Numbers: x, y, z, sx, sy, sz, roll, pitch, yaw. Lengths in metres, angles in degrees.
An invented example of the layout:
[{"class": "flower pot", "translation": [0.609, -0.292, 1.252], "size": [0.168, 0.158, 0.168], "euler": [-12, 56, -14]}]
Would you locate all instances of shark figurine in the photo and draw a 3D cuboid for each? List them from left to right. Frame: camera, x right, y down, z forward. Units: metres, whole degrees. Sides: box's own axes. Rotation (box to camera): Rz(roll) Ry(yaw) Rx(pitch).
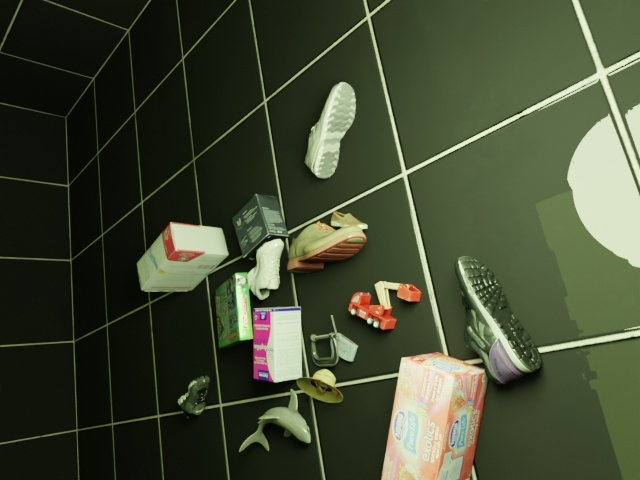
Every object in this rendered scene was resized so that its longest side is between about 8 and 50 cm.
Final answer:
[{"class": "shark figurine", "translation": [-0.158, 0.566, 1.600], "size": [0.278, 0.116, 0.166], "euler": [-29, 64, 39]}]

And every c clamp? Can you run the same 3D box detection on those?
[{"class": "c clamp", "translation": [0.013, 0.300, 1.498], "size": [0.161, 0.022, 0.137], "euler": [-31, 69, 52]}]

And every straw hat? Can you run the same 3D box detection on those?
[{"class": "straw hat", "translation": [0.009, 0.404, 1.470], "size": [0.144, 0.144, 0.061], "euler": [-17, 36, 44]}]

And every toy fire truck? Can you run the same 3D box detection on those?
[{"class": "toy fire truck", "translation": [0.163, 0.158, 1.349], "size": [0.192, 0.047, 0.135], "euler": [24, 103, 46]}]

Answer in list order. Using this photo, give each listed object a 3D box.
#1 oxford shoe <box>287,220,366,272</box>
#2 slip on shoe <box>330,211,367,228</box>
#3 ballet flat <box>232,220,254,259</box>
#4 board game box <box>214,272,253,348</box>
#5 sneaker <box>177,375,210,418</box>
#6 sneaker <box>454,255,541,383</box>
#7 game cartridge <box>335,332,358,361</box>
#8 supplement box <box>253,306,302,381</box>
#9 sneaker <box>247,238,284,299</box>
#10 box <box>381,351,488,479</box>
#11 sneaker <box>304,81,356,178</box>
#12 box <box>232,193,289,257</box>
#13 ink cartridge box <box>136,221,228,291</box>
[{"class": "oxford shoe", "translation": [0.000, 0.000, 1.460], "size": [0.348, 0.123, 0.130], "euler": [-24, 64, 51]}, {"class": "slip on shoe", "translation": [0.080, -0.056, 1.458], "size": [0.135, 0.051, 0.041], "euler": [14, 103, 54]}, {"class": "ballet flat", "translation": [-0.269, -0.001, 1.816], "size": [0.057, 0.049, 0.173], "euler": [-48, 55, 33]}, {"class": "board game box", "translation": [-0.301, 0.246, 1.751], "size": [0.317, 0.046, 0.213], "euler": [146, 119, -62]}, {"class": "sneaker", "translation": [-0.465, 0.600, 1.945], "size": [0.234, 0.078, 0.106], "euler": [-51, 56, 35]}, {"class": "sneaker", "translation": [0.345, 0.174, 1.120], "size": [0.124, 0.107, 0.283], "euler": [-46, 55, 40]}, {"class": "game cartridge", "translation": [0.068, 0.305, 1.456], "size": [0.083, 0.017, 0.056], "euler": [28, 103, 44]}, {"class": "supplement box", "translation": [-0.134, 0.319, 1.598], "size": [0.111, 0.114, 0.220], "euler": [-9, 81, 46]}, {"class": "sneaker", "translation": [-0.162, 0.099, 1.680], "size": [0.115, 0.090, 0.232], "euler": [48, 129, 30]}, {"class": "box", "translation": [0.254, 0.419, 1.150], "size": [0.142, 0.154, 0.300], "euler": [12, 96, 46]}, {"class": "sneaker", "translation": [0.011, -0.332, 1.516], "size": [0.115, 0.105, 0.281], "euler": [36, 112, 42]}, {"class": "box", "translation": [-0.202, -0.045, 1.719], "size": [0.156, 0.093, 0.158], "euler": [-39, 61, 37]}, {"class": "ink cartridge box", "translation": [-0.528, 0.070, 1.954], "size": [0.306, 0.226, 0.131], "euler": [-38, 60, 37]}]
